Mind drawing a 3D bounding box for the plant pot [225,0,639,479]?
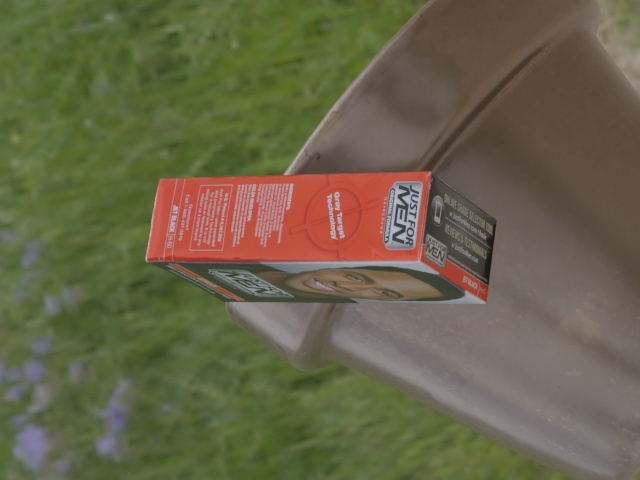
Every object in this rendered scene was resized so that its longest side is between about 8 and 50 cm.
[{"bbox_3d":[0.114,0.011,1.069,0.229,0.263,0.263,41,145,11],"label":"plant pot"}]

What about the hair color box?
[{"bbox_3d":[0.000,0.000,0.898,0.141,0.072,0.043,-1,73,31],"label":"hair color box"}]
